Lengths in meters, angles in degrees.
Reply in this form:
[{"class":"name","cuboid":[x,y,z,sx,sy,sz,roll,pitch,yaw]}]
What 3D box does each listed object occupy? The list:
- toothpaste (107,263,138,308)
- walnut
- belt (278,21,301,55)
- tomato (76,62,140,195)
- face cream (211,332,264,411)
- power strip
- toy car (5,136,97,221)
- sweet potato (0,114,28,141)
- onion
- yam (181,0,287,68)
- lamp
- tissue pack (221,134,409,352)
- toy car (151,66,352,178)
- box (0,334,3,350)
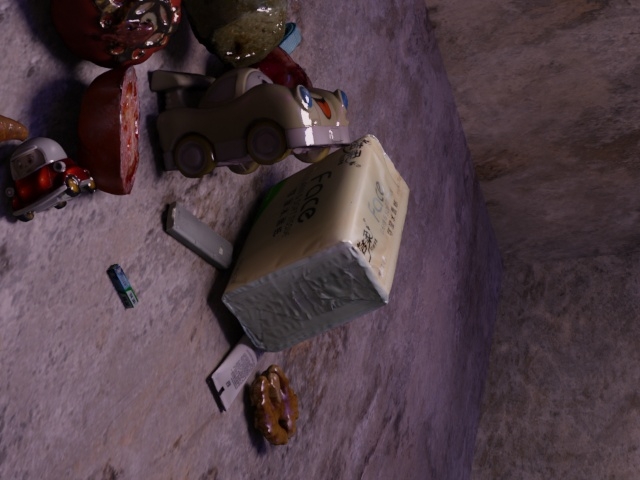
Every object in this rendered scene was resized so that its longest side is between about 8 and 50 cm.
[{"class":"toothpaste","cuboid":[-0.343,0.079,1.531,0.020,0.017,0.083,-63,138,-52]},{"class":"walnut","cuboid":[-0.106,0.360,1.918,0.143,0.069,0.170,-36,114,-61]},{"class":"belt","cuboid":[-0.120,-0.457,2.122,0.179,0.100,0.065,-58,138,-33]},{"class":"tomato","cuboid":[-0.349,-0.186,1.450,0.225,0.085,0.224,-176,-90,-88]},{"class":"face cream","cuboid":[-0.158,0.245,1.856,0.243,0.058,0.092,-55,134,-50]},{"class":"power strip","cuboid":[-0.238,-0.004,1.773,0.253,0.027,0.060,44,44,-55]},{"class":"toy car","cuboid":[-0.416,-0.103,1.335,0.112,0.112,0.139,63,16,-5]},{"class":"sweet potato","cuboid":[-0.499,-0.130,1.199,0.255,0.058,0.078,-50,149,-53]},{"class":"onion","cuboid":[-0.121,-0.305,1.918,0.252,0.219,0.252,48,-6,7]},{"class":"yam","cuboid":[-0.183,-0.499,1.730,0.195,0.195,0.300,16,48,-64]},{"class":"lamp","cuboid":[-0.330,-0.391,1.449,0.227,0.227,0.226,-7,90,-66]},{"class":"tissue pack","cuboid":[0.000,0.000,1.883,0.205,0.332,0.404,51,31,-26]},{"class":"toy car","cuboid":[-0.133,-0.246,1.698,0.242,0.336,0.226,-15,96,-65]},{"class":"box","cuboid":[-0.505,0.104,1.117,0.201,0.058,0.140,-25,106,-64]}]
